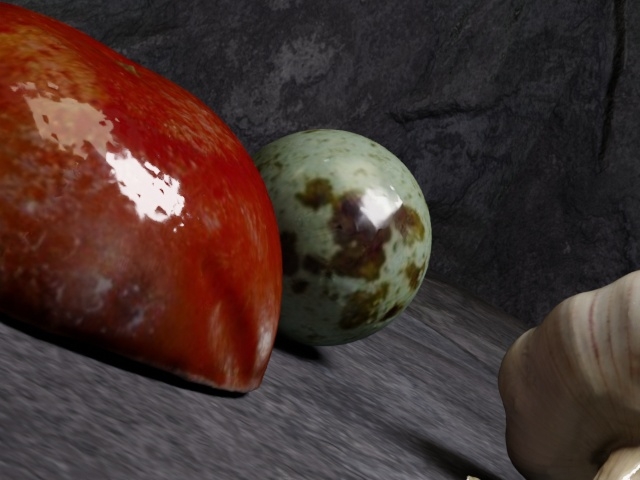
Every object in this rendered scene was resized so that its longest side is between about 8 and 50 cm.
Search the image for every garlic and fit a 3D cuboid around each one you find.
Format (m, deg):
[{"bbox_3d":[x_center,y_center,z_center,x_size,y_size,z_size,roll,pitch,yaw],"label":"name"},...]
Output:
[{"bbox_3d":[0.191,0.132,0.988,0.199,0.199,0.226,29,29,14],"label":"garlic"}]

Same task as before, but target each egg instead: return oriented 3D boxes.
[{"bbox_3d":[0.000,0.000,1.216,0.169,0.169,0.231,28,-9,-3],"label":"egg"}]

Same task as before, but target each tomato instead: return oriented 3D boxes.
[{"bbox_3d":[-0.148,-0.045,0.901,0.338,0.144,0.338,28,6,-3],"label":"tomato"}]

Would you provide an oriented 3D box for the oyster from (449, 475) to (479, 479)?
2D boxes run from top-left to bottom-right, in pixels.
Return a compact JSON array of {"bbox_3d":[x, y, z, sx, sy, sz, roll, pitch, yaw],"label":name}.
[{"bbox_3d":[0.123,0.169,0.836,0.132,0.029,0.086,33,10,17],"label":"oyster"}]
